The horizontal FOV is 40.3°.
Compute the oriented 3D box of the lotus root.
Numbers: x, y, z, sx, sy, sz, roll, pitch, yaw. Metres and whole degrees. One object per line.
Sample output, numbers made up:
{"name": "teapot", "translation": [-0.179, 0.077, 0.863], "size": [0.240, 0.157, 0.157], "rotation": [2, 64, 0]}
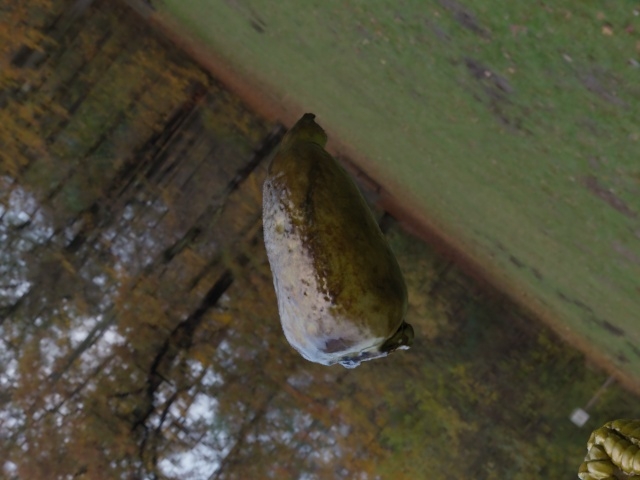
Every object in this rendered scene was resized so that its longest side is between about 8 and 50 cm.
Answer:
{"name": "lotus root", "translation": [0.000, 0.000, 0.633], "size": [0.108, 0.094, 0.190], "rotation": [-31, 78, 54]}

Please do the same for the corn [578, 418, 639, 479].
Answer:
{"name": "corn", "translation": [0.312, 0.221, 0.620], "size": [0.292, 0.101, 0.101], "rotation": [28, 174, 47]}
